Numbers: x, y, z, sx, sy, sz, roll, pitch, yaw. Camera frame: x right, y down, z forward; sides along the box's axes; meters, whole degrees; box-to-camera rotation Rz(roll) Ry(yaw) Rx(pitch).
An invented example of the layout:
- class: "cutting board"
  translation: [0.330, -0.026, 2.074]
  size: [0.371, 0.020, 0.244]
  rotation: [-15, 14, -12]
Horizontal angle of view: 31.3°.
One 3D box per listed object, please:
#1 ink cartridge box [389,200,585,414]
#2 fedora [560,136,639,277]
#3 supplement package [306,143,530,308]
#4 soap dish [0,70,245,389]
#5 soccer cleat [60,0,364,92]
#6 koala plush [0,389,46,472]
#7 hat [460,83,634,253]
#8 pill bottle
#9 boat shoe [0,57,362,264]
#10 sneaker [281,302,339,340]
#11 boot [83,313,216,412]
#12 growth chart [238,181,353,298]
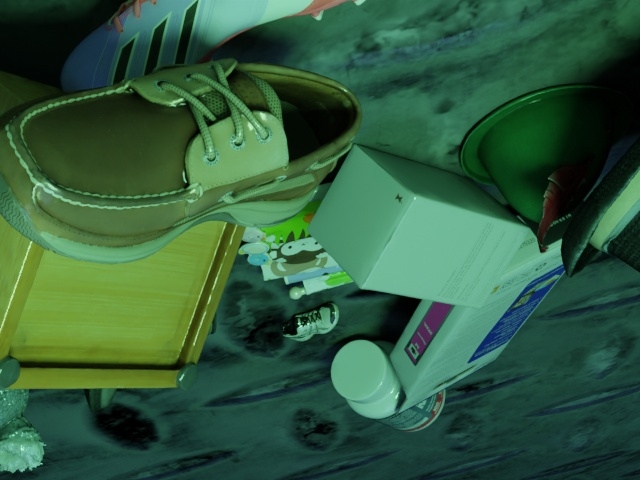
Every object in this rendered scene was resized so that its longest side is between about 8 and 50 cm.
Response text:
- class: "ink cartridge box"
  translation: [0.192, 0.086, 1.391]
  size: [0.175, 0.069, 0.371]
  rotation: [-25, 156, -25]
- class: "fedora"
  translation: [0.378, -0.052, 1.035]
  size: [0.334, 0.152, 0.334]
  rotation: [-40, 164, -14]
- class: "supplement package"
  translation: [0.098, -0.011, 1.126]
  size: [0.179, 0.105, 0.105]
  rotation: [13, 115, -43]
- class: "soap dish"
  translation: [-0.180, 0.010, 0.889]
  size: [0.291, 0.118, 0.229]
  rotation: [12, 100, -60]
- class: "soccer cleat"
  translation: [-0.081, -0.172, 0.794]
  size: [0.248, 0.083, 0.095]
  rotation: [-21, 140, 10]
- class: "koala plush"
  translation: [-0.402, 0.173, 1.195]
  size: [0.221, 0.196, 0.203]
  rotation: [-18, 165, 6]
- class: "hat"
  translation: [0.236, -0.030, 1.104]
  size: [0.208, 0.184, 0.173]
  rotation: [-2, 150, -23]
- class: "pill bottle"
  translation: [0.090, 0.195, 1.562]
  size: [0.108, 0.108, 0.180]
  rotation: [-25, 153, 20]
- class: "boat shoe"
  translation: [-0.082, -0.071, 0.747]
  size: [0.116, 0.123, 0.324]
  rotation: [-38, 170, 30]
- class: "sneaker"
  translation: [-0.013, 0.102, 1.410]
  size: [0.037, 0.032, 0.083]
  rotation: [13, 142, -44]
- class: "boot"
  translation: [-0.194, 0.117, 1.300]
  size: [0.161, 0.083, 0.246]
  rotation: [-12, 156, -18]
- class: "growth chart"
  translation: [0.000, 0.000, 1.229]
  size: [0.171, 0.021, 0.237]
  rotation: [-18, 152, 6]
